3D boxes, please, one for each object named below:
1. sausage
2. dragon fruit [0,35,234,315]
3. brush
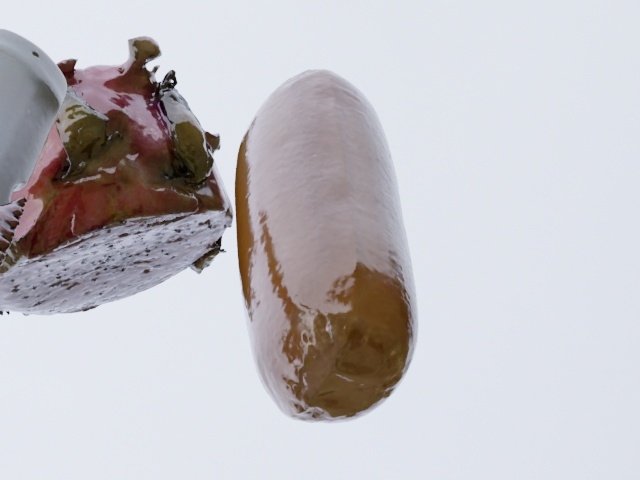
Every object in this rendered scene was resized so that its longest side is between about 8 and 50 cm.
[{"bbox_3d":[0.000,-0.001,1.118,0.105,0.274,0.105,-3,-54,-4],"label":"sausage"},{"bbox_3d":[-0.179,-0.045,1.396,0.211,0.147,0.282,-30,-19,30],"label":"dragon fruit"},{"bbox_3d":[-0.184,-0.038,1.057,0.060,0.321,0.050,41,-63,-19],"label":"brush"}]
